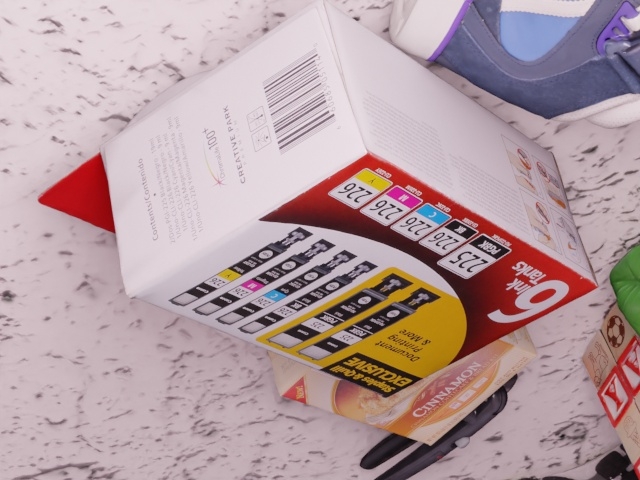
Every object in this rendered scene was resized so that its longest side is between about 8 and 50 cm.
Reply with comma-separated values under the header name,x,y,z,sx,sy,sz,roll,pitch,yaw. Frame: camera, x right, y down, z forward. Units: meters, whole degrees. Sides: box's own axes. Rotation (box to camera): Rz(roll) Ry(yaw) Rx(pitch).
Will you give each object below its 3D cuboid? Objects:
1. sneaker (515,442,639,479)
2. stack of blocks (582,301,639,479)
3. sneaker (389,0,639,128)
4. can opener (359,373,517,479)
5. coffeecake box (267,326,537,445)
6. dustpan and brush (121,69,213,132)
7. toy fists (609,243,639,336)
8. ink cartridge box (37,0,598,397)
name,x,y,z,sx,sy,sz,roll,pitch,yaw
sneaker,0.302,0.278,1.812,0.300,0.111,0.121,-14,150,2
stack of blocks,0.415,0.143,1.633,0.297,0.171,0.087,1,136,-24
sneaker,0.205,-0.194,1.144,0.236,0.130,0.323,19,144,-12
can opener,0.107,0.181,1.638,0.073,0.059,0.186,18,129,-44
coffeecake box,0.070,0.092,1.517,0.185,0.068,0.142,22,126,-38
dustpan and brush,-0.061,-0.093,1.260,0.147,0.060,0.211,3,136,-25
toy fists,0.388,0.019,1.508,0.279,0.142,0.096,-16,131,-4
ink cartridge box,0.000,0.000,1.265,0.272,0.130,0.309,-31,147,26
